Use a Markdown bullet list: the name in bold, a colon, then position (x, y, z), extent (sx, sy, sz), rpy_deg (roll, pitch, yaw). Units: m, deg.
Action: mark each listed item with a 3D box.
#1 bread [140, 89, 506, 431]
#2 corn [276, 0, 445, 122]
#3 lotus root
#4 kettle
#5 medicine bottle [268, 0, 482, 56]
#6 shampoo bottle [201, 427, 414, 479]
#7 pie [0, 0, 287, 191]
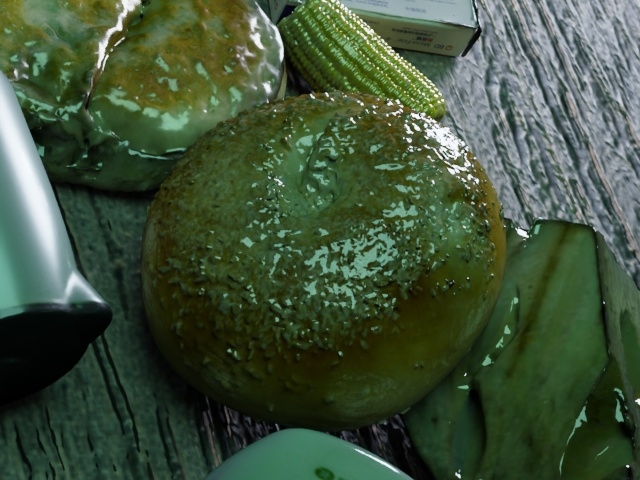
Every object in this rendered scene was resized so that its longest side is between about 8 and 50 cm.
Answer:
- **bread**: position (0.000, 0.000, 1.516), extent (0.306, 0.158, 0.305), rpy_deg (-1, 52, 2)
- **corn**: position (0.035, -0.152, 1.748), extent (0.085, 0.063, 0.165), rpy_deg (-44, 86, -3)
- **lotus root**: position (0.181, 0.121, 1.564), extent (0.210, 0.142, 0.314), rpy_deg (-2, 48, 22)
- **kettle**: position (-0.291, 0.014, 1.422), extent (0.221, 0.161, 0.236), rpy_deg (-23, 65, -7)
- **medicine bottle**: position (0.046, -0.265, 1.863), extent (0.201, 0.052, 0.171), rpy_deg (6, 51, -20)
- **shampoo bottle**: position (-0.039, 0.301, 1.292), extent (0.222, 0.151, 0.349), rpy_deg (33, 46, -4)
- **pie**: position (-0.191, -0.178, 1.665), extent (0.339, 0.077, 0.339), rpy_deg (12, 50, -15)
